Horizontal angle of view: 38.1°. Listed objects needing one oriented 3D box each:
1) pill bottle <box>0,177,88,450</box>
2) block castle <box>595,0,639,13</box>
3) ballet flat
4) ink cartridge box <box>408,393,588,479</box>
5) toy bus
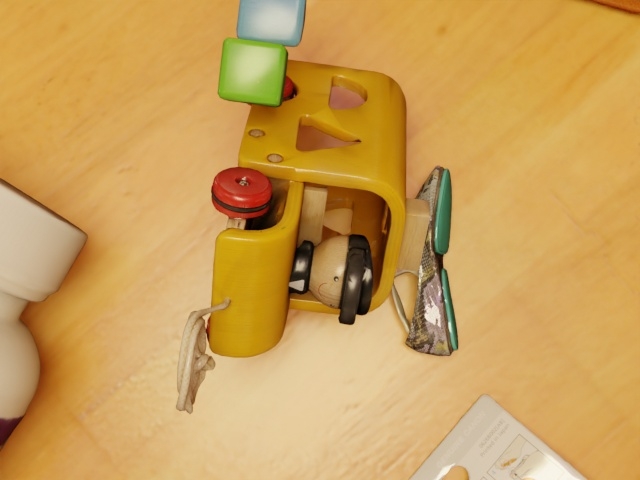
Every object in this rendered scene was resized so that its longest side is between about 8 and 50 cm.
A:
[{"bbox_3d":[-0.253,0.091,0.474,0.169,0.169,0.301,31,85,3],"label":"pill bottle"},{"bbox_3d":[0.231,-0.352,0.510,0.303,0.213,0.453,15,84,1],"label":"block castle"},{"bbox_3d":[0.060,0.012,0.553,0.041,0.041,0.114,-1,82,-1],"label":"ballet flat"},{"bbox_3d":[0.120,0.203,0.539,0.179,0.045,0.145,40,85,22],"label":"ink cartridge box"},{"bbox_3d":[0.001,-0.011,0.477,0.105,0.191,0.202,7,83,0],"label":"toy bus"}]
